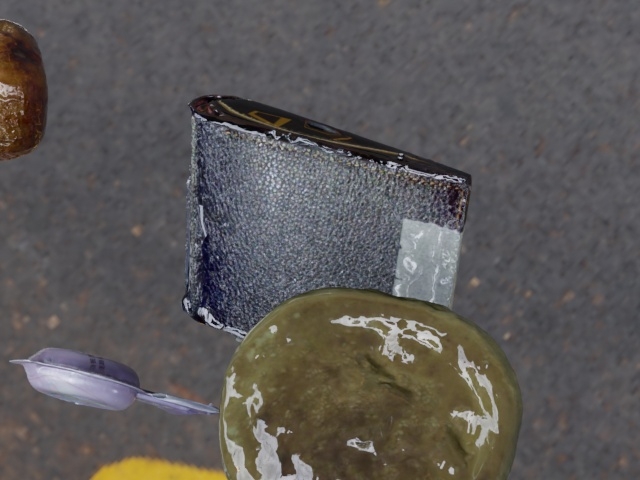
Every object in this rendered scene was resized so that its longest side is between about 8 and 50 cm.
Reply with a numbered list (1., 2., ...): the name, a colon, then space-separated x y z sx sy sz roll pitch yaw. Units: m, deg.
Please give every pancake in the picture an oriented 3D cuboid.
1. pancake: 0.037 0.136 1.244 0.242 0.242 0.050 29 166 17

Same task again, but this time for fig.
1. fig: -0.360 -0.147 1.594 0.146 0.201 0.134 38 121 56

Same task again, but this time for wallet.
1. wallet: 0.000 0.000 1.466 0.262 0.071 0.221 18 122 19

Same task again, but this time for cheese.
1. cheese: -0.190 0.133 1.515 0.191 0.042 0.105 17 167 -26
